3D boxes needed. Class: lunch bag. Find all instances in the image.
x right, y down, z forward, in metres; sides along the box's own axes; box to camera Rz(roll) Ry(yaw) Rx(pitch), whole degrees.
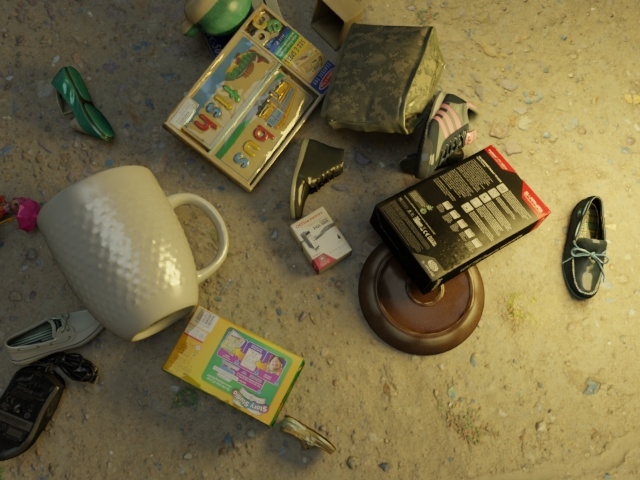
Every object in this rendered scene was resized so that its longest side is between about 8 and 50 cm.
[{"bbox_3d":[0.154,-0.385,1.578,0.236,0.169,0.286,13,69,28],"label":"lunch bag"}]

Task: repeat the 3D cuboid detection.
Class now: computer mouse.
[{"bbox_3d":[-0.641,0.366,1.409,0.189,0.072,0.272,24,62,8],"label":"computer mouse"}]

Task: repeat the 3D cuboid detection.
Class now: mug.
[{"bbox_3d":[-0.387,0.024,1.424,0.374,0.276,0.327,-26,81,-27],"label":"mug"}]

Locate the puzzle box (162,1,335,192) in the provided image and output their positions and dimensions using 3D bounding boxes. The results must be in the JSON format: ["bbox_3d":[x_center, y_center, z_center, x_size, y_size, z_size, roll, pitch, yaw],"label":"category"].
[{"bbox_3d":[-0.165,-0.358,1.589,0.272,0.052,0.408,37,79,-13],"label":"puzzle box"}]

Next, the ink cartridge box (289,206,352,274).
[{"bbox_3d":[0.000,0.000,1.540,0.099,0.056,0.135,-32,77,-10],"label":"ink cartridge box"}]

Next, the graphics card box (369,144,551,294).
[{"bbox_3d":[0.333,-0.056,1.513,0.371,0.094,0.232,-28,70,-20],"label":"graphics card box"}]

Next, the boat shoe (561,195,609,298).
[{"bbox_3d":[0.645,0.010,1.539,0.109,0.089,0.258,3,73,-1],"label":"boat shoe"}]

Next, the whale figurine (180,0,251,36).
[{"bbox_3d":[-0.274,-0.597,1.636,0.141,0.272,0.216,40,74,-23],"label":"whale figurine"}]

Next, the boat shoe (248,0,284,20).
[{"bbox_3d":[-0.140,-0.547,1.684,0.109,0.094,0.302,-14,89,-22],"label":"boat shoe"}]

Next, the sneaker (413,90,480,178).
[{"bbox_3d":[0.317,-0.257,1.553,0.131,0.112,0.318,19,51,7],"label":"sneaker"}]

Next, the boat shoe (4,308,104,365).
[{"bbox_3d":[-0.592,0.208,1.421,0.226,0.075,0.083,-30,62,-27],"label":"boat shoe"}]

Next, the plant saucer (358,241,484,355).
[{"bbox_3d":[0.247,0.119,1.517,0.311,0.050,0.310,0,74,-1],"label":"plant saucer"}]

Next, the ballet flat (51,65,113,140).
[{"bbox_3d":[-0.618,-0.334,1.623,0.087,0.083,0.247,-36,76,13],"label":"ballet flat"}]

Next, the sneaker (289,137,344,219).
[{"bbox_3d":[-0.008,-0.150,1.573,0.118,0.083,0.221,11,72,1],"label":"sneaker"}]

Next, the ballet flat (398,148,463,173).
[{"bbox_3d":[0.285,-0.209,1.626,0.173,0.057,0.049,-10,34,-6],"label":"ballet flat"}]

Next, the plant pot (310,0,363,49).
[{"bbox_3d":[0.052,-0.608,1.708,0.096,0.109,0.109,-38,77,-24],"label":"plant pot"}]

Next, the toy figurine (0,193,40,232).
[{"bbox_3d":[-0.764,-0.063,1.528,0.159,0.130,0.173,-16,49,-20],"label":"toy figurine"}]

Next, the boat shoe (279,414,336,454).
[{"bbox_3d":[-0.030,0.444,1.410,0.135,0.050,0.045,28,77,17],"label":"boat shoe"}]

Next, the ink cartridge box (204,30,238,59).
[{"bbox_3d":[-0.228,-0.476,1.686,0.097,0.046,0.207,-23,75,-9],"label":"ink cartridge box"}]

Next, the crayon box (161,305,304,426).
[{"bbox_3d":[-0.195,0.286,1.434,0.279,0.081,0.165,26,74,6],"label":"crayon box"}]
